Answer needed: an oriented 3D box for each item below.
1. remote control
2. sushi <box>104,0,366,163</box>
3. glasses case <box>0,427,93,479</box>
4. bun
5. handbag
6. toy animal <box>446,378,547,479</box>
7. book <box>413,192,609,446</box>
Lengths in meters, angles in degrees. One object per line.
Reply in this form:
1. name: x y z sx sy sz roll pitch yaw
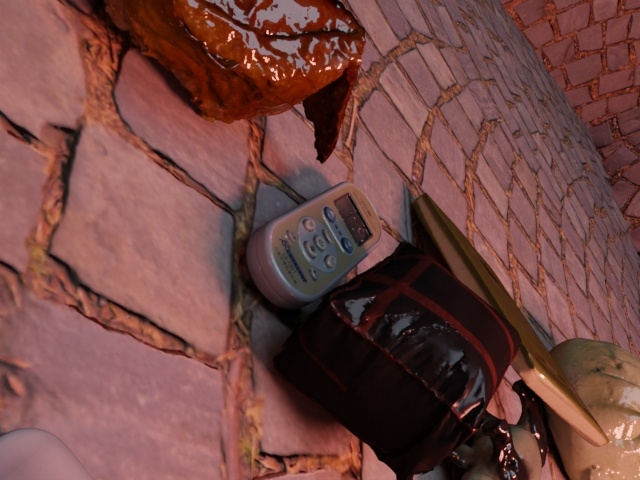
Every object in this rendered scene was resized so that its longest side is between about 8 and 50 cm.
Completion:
1. remote control: 0.000 0.000 0.682 0.087 0.047 0.244 58 30 -1
2. sushi: -0.085 -0.200 0.621 0.296 0.179 0.167 18 74 -32
3. glasses case: -0.125 0.179 0.339 0.178 0.045 0.067 59 29 -5
4. bun: 0.490 0.289 1.075 0.293 0.187 0.293 34 42 -38
5. handbag: 0.076 0.100 0.612 0.169 0.155 0.215 45 27 10
6. toy animal: 0.190 0.247 0.742 0.225 0.094 0.121 -14 87 -61
7. book: 0.253 0.101 0.907 0.239 0.035 0.352 41 17 -35
